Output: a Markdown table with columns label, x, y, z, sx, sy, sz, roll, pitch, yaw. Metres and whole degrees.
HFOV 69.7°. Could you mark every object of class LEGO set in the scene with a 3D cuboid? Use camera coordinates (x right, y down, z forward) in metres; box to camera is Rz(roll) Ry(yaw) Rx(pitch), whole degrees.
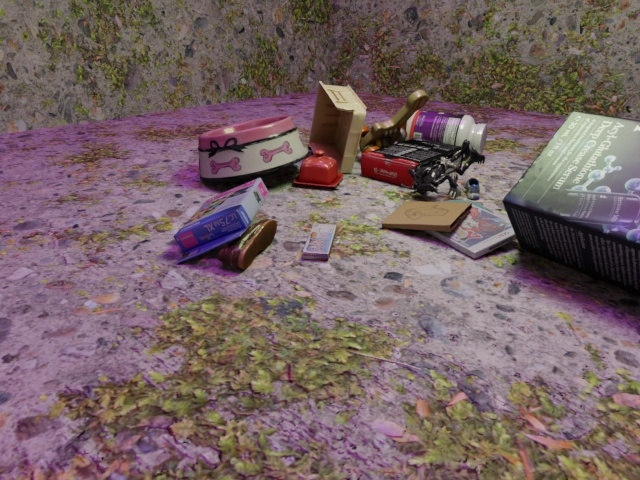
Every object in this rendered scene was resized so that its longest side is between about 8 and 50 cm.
| label | x | y | z | sx | sy | sz | roll | pitch | yaw |
| --- | --- | --- | --- | --- | --- | --- | --- | --- | --- |
| LEGO set | -0.078 | -0.366 | 1.921 | 0.182 | 0.060 | 0.244 | 24 | 33 | 33 |

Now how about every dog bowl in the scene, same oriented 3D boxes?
| label | x | y | z | sx | sy | sz | roll | pitch | yaw |
| --- | --- | --- | --- | --- | --- | --- | --- | --- | --- |
| dog bowl | -0.254 | -0.342 | 1.660 | 0.408 | 0.150 | 0.408 | -11 | 20 | 4 |

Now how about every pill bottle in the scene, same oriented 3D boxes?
| label | x | y | z | sx | sy | sz | roll | pitch | yaw |
| --- | --- | --- | --- | --- | --- | --- | --- | --- | --- |
| pill bottle | 0.533 | -0.452 | 1.965 | 0.323 | 0.181 | 0.181 | 14 | 28 | 26 |

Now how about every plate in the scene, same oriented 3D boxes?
| label | x | y | z | sx | sy | sz | roll | pitch | yaw |
| --- | --- | --- | --- | --- | --- | --- | --- | --- | --- |
| plate | 0.430 | -0.091 | 1.383 | 0.188 | 0.024 | 0.188 | 1 | 26 | -1 |

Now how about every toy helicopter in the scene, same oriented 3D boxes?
| label | x | y | z | sx | sy | sz | roll | pitch | yaw |
| --- | --- | --- | --- | --- | --- | --- | --- | --- | --- |
| toy helicopter | 0.305 | -0.454 | 1.840 | 0.235 | 0.355 | 0.140 | -3 | 58 | -44 |

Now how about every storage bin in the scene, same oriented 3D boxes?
| label | x | y | z | sx | sy | sz | roll | pitch | yaw |
| --- | --- | --- | --- | --- | --- | --- | --- | --- | --- |
| storage bin | 0.061 | -0.427 | 1.756 | 0.123 | 0.262 | 0.260 | -1 | 39 | -18 |

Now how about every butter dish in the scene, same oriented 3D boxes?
| label | x | y | z | sx | sy | sz | roll | pitch | yaw |
| --- | --- | --- | --- | --- | --- | --- | --- | --- | --- |
| butter dish | -0.005 | -0.260 | 1.622 | 0.160 | 0.118 | 0.160 | 7 | 26 | 15 |

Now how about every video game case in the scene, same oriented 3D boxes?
| label | x | y | z | sx | sy | sz | roll | pitch | yaw |
| --- | --- | --- | --- | --- | --- | --- | --- | --- | --- |
| video game case | 0.403 | -0.032 | 1.223 | 0.183 | 0.023 | 0.201 | -22 | 32 | -22 |

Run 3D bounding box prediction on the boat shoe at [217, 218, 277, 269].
| label | x | y | z | sx | sy | sz | roll | pitch | yaw |
| --- | --- | --- | --- | --- | --- | --- | --- | --- | --- |
| boat shoe | -0.175 | -0.002 | 1.122 | 0.073 | 0.073 | 0.207 | 11 | 27 | 17 |

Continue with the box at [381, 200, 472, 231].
| label | x | y | z | sx | sy | sz | roll | pitch | yaw |
| --- | --- | --- | --- | --- | --- | --- | --- | --- | --- |
| box | 0.296 | -0.070 | 1.280 | 0.201 | 0.021 | 0.164 | 6 | 28 | 37 |

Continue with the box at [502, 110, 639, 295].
| label | x | y | z | sx | sy | sz | roll | pitch | yaw |
| --- | --- | --- | --- | --- | --- | --- | --- | --- | --- |
| box | 0.664 | -0.076 | 0.991 | 0.293 | 0.212 | 0.395 | -50 | 42 | -9 |

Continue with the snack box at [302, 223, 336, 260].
| label | x | y | z | sx | sy | sz | roll | pitch | yaw |
| --- | --- | --- | --- | --- | --- | --- | --- | --- | --- |
| snack box | 0.000 | 0.000 | 1.181 | 0.064 | 0.022 | 0.178 | 5 | 25 | 7 |

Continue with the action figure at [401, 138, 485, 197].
| label | x | y | z | sx | sy | sz | roll | pitch | yaw |
| --- | --- | --- | --- | --- | --- | --- | --- | --- | --- |
| action figure | 0.401 | -0.208 | 1.507 | 0.275 | 0.141 | 0.164 | -33 | 40 | -6 |

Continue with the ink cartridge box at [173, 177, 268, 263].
| label | x | y | z | sx | sy | sz | roll | pitch | yaw |
| --- | --- | --- | --- | --- | --- | --- | --- | --- | --- |
| ink cartridge box | -0.254 | -0.062 | 1.189 | 0.185 | 0.065 | 0.311 | -21 | 23 | 15 |

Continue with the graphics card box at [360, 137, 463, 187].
| label | x | y | z | sx | sy | sz | roll | pitch | yaw |
| --- | --- | --- | --- | --- | --- | --- | --- | --- | --- |
| graphics card box | 0.355 | -0.304 | 1.752 | 0.233 | 0.094 | 0.371 | 21 | 33 | 37 |

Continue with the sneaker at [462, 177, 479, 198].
| label | x | y | z | sx | sy | sz | roll | pitch | yaw |
| --- | --- | --- | --- | --- | --- | --- | --- | --- | --- |
| sneaker | 0.511 | -0.185 | 1.543 | 0.052 | 0.058 | 0.135 | 2 | 25 | 3 |
